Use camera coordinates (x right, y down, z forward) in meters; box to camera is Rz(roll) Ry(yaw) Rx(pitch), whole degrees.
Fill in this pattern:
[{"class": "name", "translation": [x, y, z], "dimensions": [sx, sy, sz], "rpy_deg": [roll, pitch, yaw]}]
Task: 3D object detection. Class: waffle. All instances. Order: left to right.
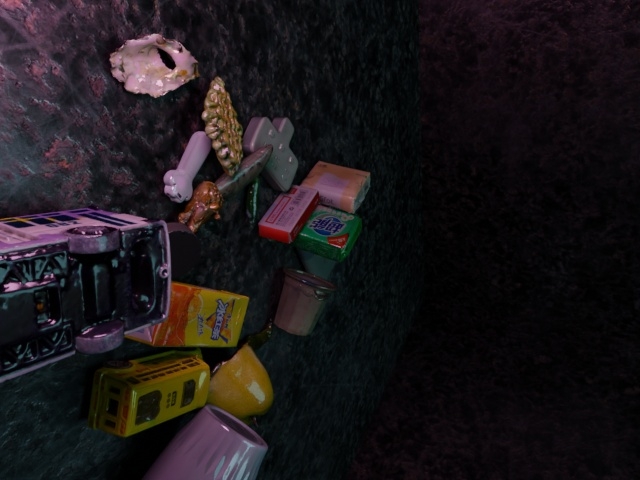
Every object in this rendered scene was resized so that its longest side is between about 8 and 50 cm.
[{"class": "waffle", "translation": [-0.251, -0.284, 1.249], "dimensions": [0.223, 0.054, 0.204], "rpy_deg": [72, 11, -49]}]

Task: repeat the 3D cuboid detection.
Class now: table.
[{"class": "table", "translation": [-0.354, 0.025, 1.154], "dimensions": [0.133, 0.043, 0.133], "rpy_deg": [-23, 131, -28]}]

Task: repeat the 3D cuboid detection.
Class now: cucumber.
[{"class": "cucumber", "translation": [-0.209, -0.117, 1.475], "dimensions": [0.037, 0.037, 0.155], "rpy_deg": [-9, 106, -63]}]

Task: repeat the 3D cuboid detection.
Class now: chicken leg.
[{"class": "chicken leg", "translation": [-0.314, -0.054, 1.218], "dimensions": [0.207, 0.101, 0.085], "rpy_deg": [-60, 137, -18]}]

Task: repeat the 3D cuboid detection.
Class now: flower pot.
[{"class": "flower pot", "translation": [-0.063, 0.223, 1.737], "dimensions": [0.212, 0.212, 0.202], "rpy_deg": [4, 106, -64]}]

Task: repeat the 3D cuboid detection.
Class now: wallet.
[{"class": "wallet", "translation": [0.000, 0.000, 1.904], "dimensions": [0.252, 0.083, 0.360], "rpy_deg": [-57, 148, -29]}]

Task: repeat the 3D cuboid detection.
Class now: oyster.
[{"class": "oyster", "translation": [-0.358, -0.386, 1.044], "dimensions": [0.209, 0.072, 0.133], "rpy_deg": [-34, 139, -31]}]

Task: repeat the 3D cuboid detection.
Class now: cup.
[{"class": "cup", "translation": [-0.316, 0.619, 1.197], "dimensions": [0.371, 0.253, 0.253], "rpy_deg": [-57, 149, -14]}]

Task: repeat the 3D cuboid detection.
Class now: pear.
[{"class": "pear", "translation": [-0.222, 0.441, 1.402], "dimensions": [0.267, 0.178, 0.267], "rpy_deg": [-56, 169, -16]}]

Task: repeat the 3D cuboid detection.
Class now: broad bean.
[{"class": "broad bean", "translation": [-0.209, 0.331, 1.631], "dimensions": [0.195, 0.046, 0.061], "rpy_deg": [-39, 122, -60]}]

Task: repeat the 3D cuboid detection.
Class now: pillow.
[{"class": "pillow", "translation": [-0.221, -0.183, 1.369], "dimensions": [0.241, 0.051, 0.093], "rpy_deg": [-44, 158, -25]}]

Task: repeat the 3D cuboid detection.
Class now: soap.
[{"class": "soap", "translation": [-0.014, -0.035, 1.650], "dimensions": [0.098, 0.273, 0.218], "rpy_deg": [84, 29, -53]}]

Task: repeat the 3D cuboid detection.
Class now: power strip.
[{"class": "power strip", "translation": [-0.142, -0.295, 1.522], "dimensions": [0.265, 0.059, 0.193], "rpy_deg": [50, 55, -57]}]

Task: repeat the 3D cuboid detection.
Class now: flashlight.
[{"class": "flashlight", "translation": [-0.327, -0.186, 1.197], "dimensions": [0.093, 0.047, 0.200], "rpy_deg": [59, 44, -55]}]

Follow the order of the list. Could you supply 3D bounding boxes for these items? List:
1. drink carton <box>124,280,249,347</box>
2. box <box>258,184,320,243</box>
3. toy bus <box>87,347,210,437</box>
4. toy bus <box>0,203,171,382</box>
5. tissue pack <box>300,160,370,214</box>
[{"class": "drink carton", "translation": [-0.334, 0.194, 1.252], "dimensions": [0.351, 0.111, 0.154], "rpy_deg": [28, 75, -65]}, {"class": "box", "translation": [-0.103, -0.093, 1.606], "dimensions": [0.050, 0.123, 0.229], "rpy_deg": [79, 32, -45]}, {"class": "toy bus", "translation": [-0.380, 0.351, 1.164], "dimensions": [0.330, 0.152, 0.144], "rpy_deg": [4, 94, -64]}, {"class": "toy bus", "translation": [-0.474, 0.077, 0.756], "dimensions": [0.440, 0.249, 0.209], "rpy_deg": [-19, 116, -55]}, {"class": "tissue pack", "translation": [0.054, -0.198, 1.776], "dimensions": [0.186, 0.222, 0.090], "rpy_deg": [-56, 156, -39]}]
